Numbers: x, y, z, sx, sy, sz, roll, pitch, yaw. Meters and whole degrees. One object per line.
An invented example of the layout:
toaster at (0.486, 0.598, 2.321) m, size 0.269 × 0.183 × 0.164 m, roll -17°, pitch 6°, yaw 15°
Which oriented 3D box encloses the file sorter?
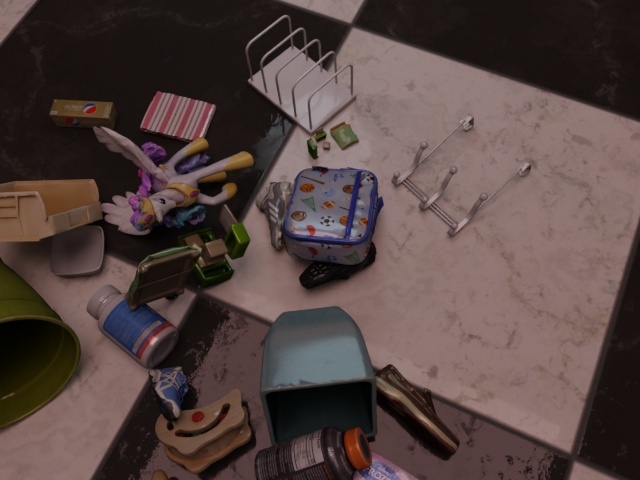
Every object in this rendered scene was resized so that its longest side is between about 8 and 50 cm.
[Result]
file sorter at (-0.059, -0.488, 1.988) m, size 0.193 × 0.173 × 0.277 m, roll -43°, pitch 71°, yaw -16°

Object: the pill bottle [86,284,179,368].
pill bottle at (-0.471, 0.207, 1.693) m, size 0.221 × 0.124 × 0.124 m, roll 35°, pitch 70°, yaw 16°

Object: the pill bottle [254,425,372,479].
pill bottle at (-0.012, 0.491, 1.500) m, size 0.245 × 0.130 × 0.131 m, roll -22°, pitch 64°, yaw 13°

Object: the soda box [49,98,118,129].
soda box at (-0.698, -0.372, 2.013) m, size 0.181 × 0.061 × 0.058 m, roll 5°, pitch 64°, yaw 4°

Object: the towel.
towel at (-0.420, -0.363, 2.021) m, size 0.196 × 0.029 × 0.144 m, roll 15°, pitch 66°, yaw 6°

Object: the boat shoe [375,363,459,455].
boat shoe at (0.233, 0.388, 1.603) m, size 0.257 × 0.095 × 0.095 m, roll 40°, pitch 66°, yaw 19°

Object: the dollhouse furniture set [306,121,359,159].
dollhouse furniture set at (0.033, -0.295, 1.954) m, size 0.151 × 0.059 × 0.076 m, roll -29°, pitch 67°, yaw -11°

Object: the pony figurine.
pony figurine at (-0.409, -0.156, 1.785) m, size 0.350 × 0.303 × 0.363 m, roll 23°, pitch 39°, yaw 36°

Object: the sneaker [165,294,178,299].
sneaker at (-0.386, 0.107, 1.791) m, size 0.043 × 0.040 × 0.109 m, roll 7°, pitch 60°, yaw 23°

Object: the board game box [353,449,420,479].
board game box at (0.147, 0.670, 1.482) m, size 0.318 × 0.066 × 0.318 m, roll 28°, pitch 68°, yaw 15°

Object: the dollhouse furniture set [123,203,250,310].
dollhouse furniture set at (-0.354, 0.028, 1.679) m, size 0.301 × 0.198 × 0.151 m, roll -18°, pitch 65°, yaw -35°

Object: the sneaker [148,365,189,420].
sneaker at (-0.350, 0.348, 1.598) m, size 0.081 × 0.080 × 0.211 m, roll -17°, pitch 22°, yaw -16°

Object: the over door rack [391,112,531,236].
over door rack at (0.389, -0.197, 1.869) m, size 0.324 × 0.108 × 0.239 m, roll -39°, pitch 70°, yaw -16°

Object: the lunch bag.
lunch bag at (0.038, -0.076, 1.780) m, size 0.243 × 0.115 × 0.304 m, roll 4°, pitch 46°, yaw 10°

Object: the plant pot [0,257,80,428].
plant pot at (-0.816, 0.203, 1.610) m, size 0.366 × 0.367 × 0.353 m, roll -36°, pitch 56°, yaw -14°

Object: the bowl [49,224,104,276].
bowl at (-0.643, 0.034, 1.822) m, size 0.142 × 0.053 × 0.142 m, roll -6°, pitch 64°, yaw 0°

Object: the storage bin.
storage bin at (-0.738, -0.080, 1.737) m, size 0.260 × 0.262 × 0.123 m, roll -1°, pitch 101°, yaw 11°

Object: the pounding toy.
pounding toy at (-0.283, 0.473, 1.591) m, size 0.269 × 0.155 × 0.154 m, roll -28°, pitch 38°, yaw -21°

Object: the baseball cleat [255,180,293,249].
baseball cleat at (-0.129, -0.067, 1.855) m, size 0.109 × 0.072 × 0.206 m, roll 0°, pitch 59°, yaw 17°

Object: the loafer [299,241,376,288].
loafer at (0.050, 0.073, 1.763) m, size 0.223 × 0.078 × 0.076 m, roll -27°, pitch 36°, yaw -17°

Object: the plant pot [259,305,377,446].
plant pot at (-0.008, 0.295, 1.579) m, size 0.246 × 0.248 × 0.252 m, roll -6°, pitch 45°, yaw -1°
